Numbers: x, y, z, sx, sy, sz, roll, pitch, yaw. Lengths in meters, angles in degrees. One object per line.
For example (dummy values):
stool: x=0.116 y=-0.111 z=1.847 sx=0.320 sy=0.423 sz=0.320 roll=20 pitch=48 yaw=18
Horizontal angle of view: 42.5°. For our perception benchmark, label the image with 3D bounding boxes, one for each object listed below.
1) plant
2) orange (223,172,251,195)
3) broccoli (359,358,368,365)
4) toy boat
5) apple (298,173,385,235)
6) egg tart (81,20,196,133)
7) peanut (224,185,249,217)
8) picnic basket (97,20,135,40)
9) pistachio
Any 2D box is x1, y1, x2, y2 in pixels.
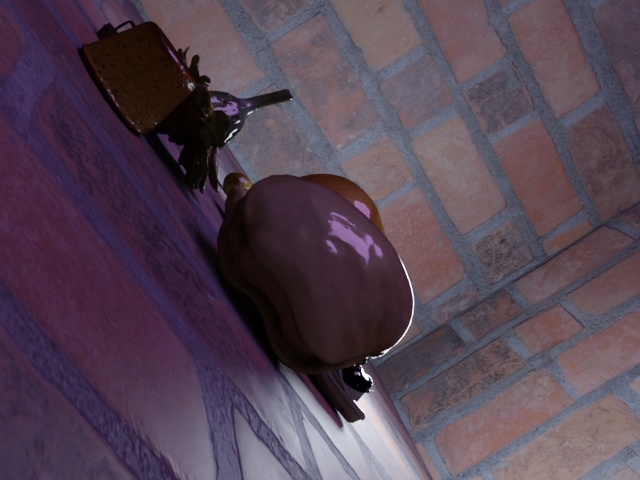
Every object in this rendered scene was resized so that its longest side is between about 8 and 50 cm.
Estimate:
plant: x=-0.242 y=-0.280 z=1.745 sx=0.261 sy=0.297 sz=0.306 roll=33 pitch=-23 yaw=7
orange: x=-0.251 y=-0.164 z=2.478 sx=0.095 sy=0.085 sz=0.085 roll=45 pitch=10 yaw=-48
broccoli: x=0.045 y=0.184 z=2.009 sx=0.294 sy=0.245 sz=0.265 roll=62 pitch=17 yaw=-61
toy boat: x=0.042 y=0.284 z=1.859 sx=0.141 sy=0.141 sz=0.269 roll=-120 pitch=-168 yaw=-57
apple: x=0.000 y=0.000 z=2.292 sx=0.391 sy=0.346 sz=0.391 roll=60 pitch=-4 yaw=7
egg tart: x=-0.332 y=-0.315 z=1.534 sx=0.202 sy=0.147 sz=0.202 roll=56 pitch=3 yaw=-4
peanut: x=-0.134 y=-0.009 z=2.046 sx=0.325 sy=0.140 sz=0.153 roll=53 pitch=-19 yaw=24
picnic basket: x=-0.458 y=-0.471 z=1.871 sx=0.072 sy=0.083 sz=0.072 roll=59 pitch=1 yaw=-2
pistachio: x=-0.004 y=0.074 z=1.578 sx=0.445 sy=0.281 sz=0.365 roll=40 pitch=44 yaw=-26
